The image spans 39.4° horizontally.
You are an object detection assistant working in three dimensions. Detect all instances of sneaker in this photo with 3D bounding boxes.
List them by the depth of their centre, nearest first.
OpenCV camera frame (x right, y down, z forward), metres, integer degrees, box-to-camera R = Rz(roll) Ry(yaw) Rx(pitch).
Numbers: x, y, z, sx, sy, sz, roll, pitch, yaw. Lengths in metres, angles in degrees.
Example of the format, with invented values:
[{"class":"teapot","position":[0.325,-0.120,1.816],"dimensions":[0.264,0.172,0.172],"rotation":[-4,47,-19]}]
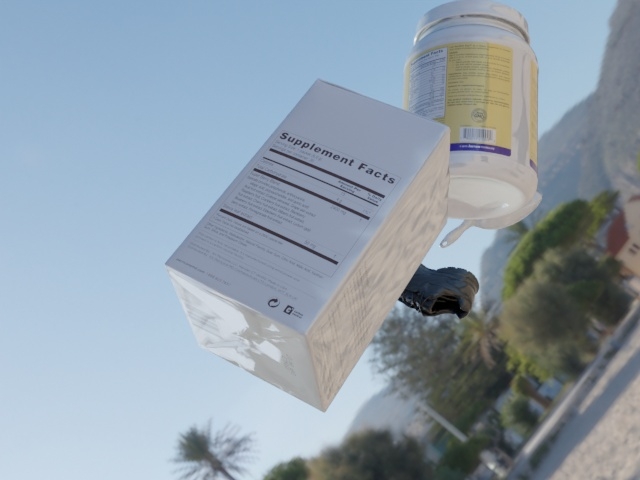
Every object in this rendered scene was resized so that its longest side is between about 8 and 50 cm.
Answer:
[{"class":"sneaker","position":[0.235,0.117,2.155],"dimensions":[0.130,0.286,0.109],"rotation":[-71,-16,-49]}]

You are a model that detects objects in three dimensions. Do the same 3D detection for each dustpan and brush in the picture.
[{"class":"dustpan and brush","position":[0.319,-0.060,1.792],"dimensions":[0.211,0.147,0.060],"rotation":[-37,-24,-15]}]

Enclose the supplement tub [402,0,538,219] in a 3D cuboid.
[{"class":"supplement tub","position":[0.261,-0.226,1.574],"dimensions":[0.241,0.241,0.331],"rotation":[72,-158,-69]}]

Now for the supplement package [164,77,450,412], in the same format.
[{"class":"supplement package","position":[0.000,0.000,0.982],"dimensions":[0.293,0.175,0.177],"rotation":[-54,-25,-27]}]
